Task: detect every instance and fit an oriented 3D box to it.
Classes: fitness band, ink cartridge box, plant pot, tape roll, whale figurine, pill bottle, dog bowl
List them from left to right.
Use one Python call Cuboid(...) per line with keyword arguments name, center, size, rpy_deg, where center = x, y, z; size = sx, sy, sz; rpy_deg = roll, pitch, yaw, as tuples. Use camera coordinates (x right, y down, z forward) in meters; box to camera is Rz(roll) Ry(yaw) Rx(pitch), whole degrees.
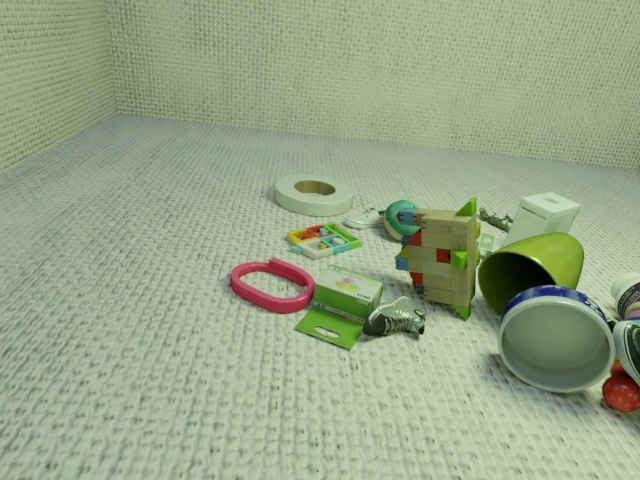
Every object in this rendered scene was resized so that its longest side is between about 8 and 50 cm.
Cuboid(name="fitness band", center=(-0.155, 0.137, 1.411), size=(0.290, 0.054, 0.209), rpy_deg=(20, 30, 25))
Cuboid(name="tape roll", center=(-0.032, -0.227, 2.112), size=(0.391, 0.072, 0.392), rpy_deg=(5, 28, -3))
Cuboid(name="ink cartridge box", center=(0.062, 0.192, 1.312), size=(0.188, 0.097, 0.255), rpy_deg=(17, 28, 18))
Cuboid(name="whale figurine", center=(0.403, -0.088, 1.857), size=(0.271, 0.141, 0.216), rpy_deg=(7, 50, -26))
Cuboid(name="ink cartridge box", center=(0.768, 0.051, 1.791), size=(0.234, 0.056, 0.171), rpy_deg=(16, 29, 18))
Cuboid(name="plant pot", center=(0.710, 0.091, 1.399), size=(0.293, 0.275, 0.274), rpy_deg=(-29, 43, -29))
Cuboid(name="dog bowl", center=(0.609, 0.255, 1.141), size=(0.264, 0.265, 0.104), rpy_deg=(18, 27, 20))
Cuboid(name="pill bottle", center=(1.080, 0.235, 1.381), size=(0.181, 0.182, 0.323), rpy_deg=(5, 28, -4))

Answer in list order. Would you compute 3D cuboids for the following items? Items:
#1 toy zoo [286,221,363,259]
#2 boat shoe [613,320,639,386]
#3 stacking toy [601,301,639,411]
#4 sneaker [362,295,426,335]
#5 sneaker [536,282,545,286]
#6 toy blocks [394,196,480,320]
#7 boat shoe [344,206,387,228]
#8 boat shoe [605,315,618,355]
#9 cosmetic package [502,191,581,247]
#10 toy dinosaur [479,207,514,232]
Cuboid(name="toy zoo", center=(0.000, 0.000, 1.732), size=(0.293, 0.030, 0.192), rpy_deg=(-14, 34, -35))
Cuboid(name="boat shoe", center=(0.823, 0.332, 1.036), size=(0.113, 0.105, 0.307), rpy_deg=(-16, 77, -19))
Cuboid(name="stacking toy", center=(0.848, 0.314, 1.167), size=(0.141, 0.141, 0.330), rpy_deg=(28, 55, 34))
Cuboid(name="sneaker", center=(0.236, 0.240, 1.278), size=(0.132, 0.086, 0.228), rpy_deg=(31, 35, 34))
Cuboid(name="sneaker", center=(0.773, 0.177, 1.544), size=(0.094, 0.080, 0.212), rpy_deg=(4, 24, -32))
Cuboid(name="toy blocks", center=(0.365, 0.048, 1.428), size=(0.260, 0.382, 0.190), rpy_deg=(7, 24, 34))
Cuboid(name="boat shoe", center=(0.230, -0.110, 1.936), size=(0.257, 0.084, 0.095), rpy_deg=(-4, 30, -21))
Cuboid(name="boat shoe", center=(0.909, 0.278, 1.373), size=(0.083, 0.076, 0.226), rpy_deg=(7, 28, -1))
Cuboid(name="cosmetic package", center=(0.874, -0.055, 1.724), size=(0.223, 0.225, 0.138), rpy_deg=(-12, 37, -35))
Cuboid(name="toy dinosaur", center=(0.885, -0.088, 2.082), size=(0.118, 0.064, 0.268), rpy_deg=(-22, 37, -20))
